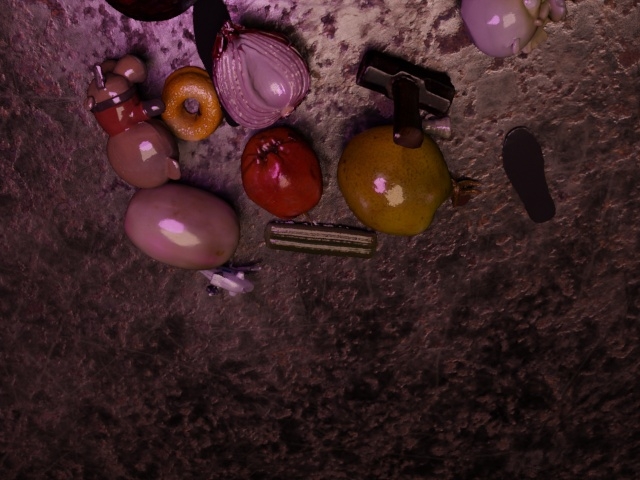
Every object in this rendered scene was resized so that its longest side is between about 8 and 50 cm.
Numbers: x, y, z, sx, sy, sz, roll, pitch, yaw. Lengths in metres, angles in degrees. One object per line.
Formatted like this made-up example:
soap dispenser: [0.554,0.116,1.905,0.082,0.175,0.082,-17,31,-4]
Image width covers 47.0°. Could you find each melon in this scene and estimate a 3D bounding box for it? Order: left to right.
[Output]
melon: [-0.362,-0.036,1.963,0.317,0.223,0.223,16,121,-13]

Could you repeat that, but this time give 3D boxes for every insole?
insole: [-0.242,-0.438,1.794,0.009,0.119,0.348,20,138,40]
insole: [0.570,-0.172,1.998,0.110,0.012,0.309,-24,119,14]

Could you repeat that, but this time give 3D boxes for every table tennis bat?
table tennis bat: [0.396,-0.128,2.029,0.050,0.007,0.083,30,119,-17]

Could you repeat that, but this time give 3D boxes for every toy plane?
toy plane: [-0.318,0.079,2.106,0.273,0.107,0.182,37,110,-16]

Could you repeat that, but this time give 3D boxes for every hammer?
hammer: [0.202,-0.314,1.686,0.242,0.409,0.095,20,119,-8]

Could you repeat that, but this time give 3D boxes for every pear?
pear: [0.181,-0.154,1.866,0.294,0.294,0.294,0,122,0]

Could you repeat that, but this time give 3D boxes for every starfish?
starfish: [0.356,-0.146,1.994,0.133,0.041,0.130,-32,111,22]

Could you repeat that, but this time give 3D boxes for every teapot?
teapot: [0.294,-0.296,1.902,0.083,0.057,0.067,-1,84,5]

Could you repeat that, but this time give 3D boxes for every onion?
onion: [-0.162,-0.420,1.774,0.227,0.120,0.283,-33,124,0]

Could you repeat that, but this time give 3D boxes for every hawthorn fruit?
hawthorn fruit: [-0.084,-0.148,1.913,0.211,0.211,0.299,-23,129,14]

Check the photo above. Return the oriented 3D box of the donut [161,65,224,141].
donut: [-0.326,-0.338,1.862,0.174,0.074,0.190,28,118,-17]

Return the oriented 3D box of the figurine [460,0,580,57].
figurine: [0.524,-0.550,1.686,0.394,0.226,0.274,-26,152,8]

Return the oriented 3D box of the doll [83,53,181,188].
doll: [-0.463,-0.280,1.799,0.235,0.174,0.330,-5,117,40]

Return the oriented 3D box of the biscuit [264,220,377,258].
biscuit: [0.000,0.000,2.094,0.322,0.038,0.099,6,125,-4]

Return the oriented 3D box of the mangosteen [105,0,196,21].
mangosteen: [-0.350,-0.620,1.561,0.300,0.300,0.300,0,122,0]
